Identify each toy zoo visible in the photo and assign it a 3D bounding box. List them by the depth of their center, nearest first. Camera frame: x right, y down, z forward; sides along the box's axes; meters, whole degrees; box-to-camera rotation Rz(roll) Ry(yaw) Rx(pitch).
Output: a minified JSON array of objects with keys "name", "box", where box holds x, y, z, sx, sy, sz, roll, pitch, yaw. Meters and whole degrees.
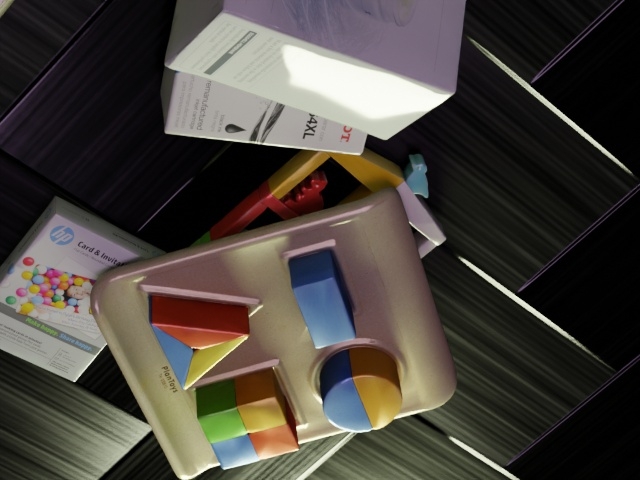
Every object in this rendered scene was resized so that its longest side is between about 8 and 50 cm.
[{"name":"toy zoo","box":[0.000,0.000,1.684,0.293,0.030,0.192,-40,123,19]}]

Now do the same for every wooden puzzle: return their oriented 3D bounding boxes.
[{"name":"wooden puzzle","box":[-0.038,0.124,1.698,0.348,0.080,0.322,-19,129,2]}]

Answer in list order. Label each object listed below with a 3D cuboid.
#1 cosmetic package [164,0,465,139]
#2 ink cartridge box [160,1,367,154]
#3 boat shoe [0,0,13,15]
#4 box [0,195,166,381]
[{"name":"cosmetic package","box":[0.006,-0.239,1.367,0.225,0.224,0.138,17,158,-23]},{"name":"ink cartridge box","box":[-0.044,-0.174,1.512,0.203,0.086,0.148,5,125,-13]},{"name":"boat shoe","box":[-0.273,-0.295,1.377,0.095,0.112,0.335,38,107,-12]},{"name":"box","box":[-0.276,0.056,1.670,0.145,0.038,0.186,29,115,-28]}]
